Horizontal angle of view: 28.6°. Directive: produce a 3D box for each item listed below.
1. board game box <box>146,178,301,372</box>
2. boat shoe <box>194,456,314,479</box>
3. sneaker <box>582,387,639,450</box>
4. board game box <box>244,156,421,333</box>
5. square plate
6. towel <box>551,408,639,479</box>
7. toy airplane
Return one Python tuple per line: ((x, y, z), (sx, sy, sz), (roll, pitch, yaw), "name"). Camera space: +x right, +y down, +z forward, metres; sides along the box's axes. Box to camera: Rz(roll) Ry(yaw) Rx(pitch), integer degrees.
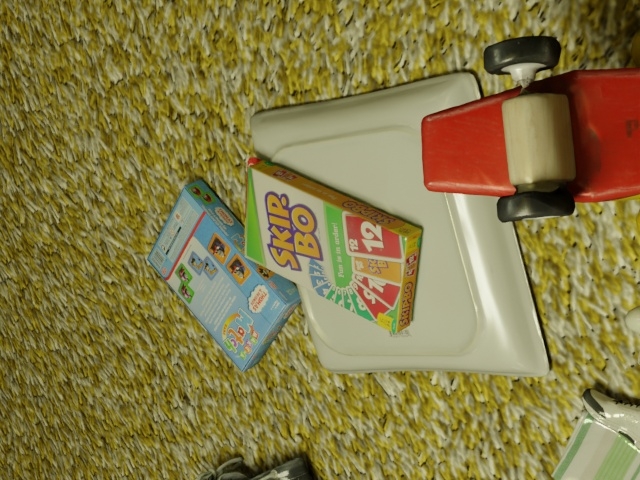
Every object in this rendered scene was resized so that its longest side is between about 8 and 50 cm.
((-0.130, 0.048, 1.652), (0.211, 0.039, 0.160), (49, 135, 16), "board game box")
((-0.128, 0.364, 1.751), (0.306, 0.113, 0.105), (-23, 86, 44), "boat shoe")
((0.321, 0.181, 1.293), (0.109, 0.040, 0.044), (33, 113, 24), "sneaker")
((0.000, 0.000, 1.441), (0.259, 0.039, 0.124), (27, 126, 36), "board game box")
((0.072, 0.002, 1.432), (0.347, 0.049, 0.344), (-5, 105, 45), "square plate")
((0.323, 0.260, 1.328), (0.152, 0.023, 0.113), (37, 136, 25), "towel")
((0.328, -0.094, 1.027), (0.384, 0.272, 0.386), (40, 96, 9), "toy airplane")
